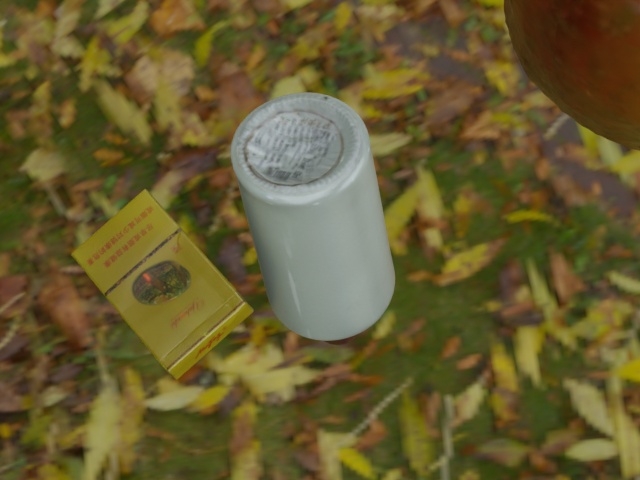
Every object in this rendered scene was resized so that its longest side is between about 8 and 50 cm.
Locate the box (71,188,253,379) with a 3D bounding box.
[{"bbox_3d":[-0.132,0.034,1.592,0.087,0.023,0.155,-40,57,-5],"label":"box"}]

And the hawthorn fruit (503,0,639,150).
[{"bbox_3d":[0.353,-0.235,1.539,0.403,0.403,0.402,4,80,-25],"label":"hawthorn fruit"}]

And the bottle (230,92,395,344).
[{"bbox_3d":[0.000,0.000,1.464,0.104,0.245,0.104,-4,55,6],"label":"bottle"}]
